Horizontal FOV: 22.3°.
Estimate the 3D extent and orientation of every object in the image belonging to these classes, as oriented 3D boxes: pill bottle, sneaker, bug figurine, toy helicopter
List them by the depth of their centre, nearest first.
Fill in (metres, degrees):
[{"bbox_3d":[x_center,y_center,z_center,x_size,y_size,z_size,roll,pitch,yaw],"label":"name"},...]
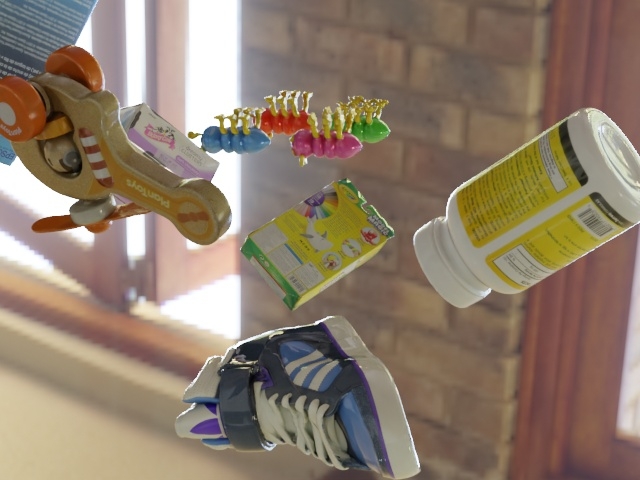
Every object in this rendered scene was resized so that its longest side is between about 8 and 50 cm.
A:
[{"bbox_3d":[-0.039,0.206,1.828,0.236,0.130,0.323,-20,-154,-8],"label":"sneaker"},{"bbox_3d":[-0.262,-0.078,2.059,0.355,0.235,0.140,27,-139,24],"label":"toy helicopter"},{"bbox_3d":[-0.032,-0.141,2.084,0.216,0.072,0.279,3,-168,18],"label":"bug figurine"},{"bbox_3d":[0.311,-0.038,2.417,0.334,0.188,0.188,-33,-169,26],"label":"pill bottle"}]

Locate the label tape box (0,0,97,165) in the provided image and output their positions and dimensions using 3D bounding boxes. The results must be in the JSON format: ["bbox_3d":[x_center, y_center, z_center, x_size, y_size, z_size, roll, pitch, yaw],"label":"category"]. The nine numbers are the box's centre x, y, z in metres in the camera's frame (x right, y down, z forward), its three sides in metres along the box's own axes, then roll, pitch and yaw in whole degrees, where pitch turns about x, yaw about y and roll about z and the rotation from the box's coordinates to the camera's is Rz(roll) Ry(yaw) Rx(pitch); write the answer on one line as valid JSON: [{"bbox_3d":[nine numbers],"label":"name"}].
[{"bbox_3d":[-0.494,-0.310,2.425,0.115,0.347,0.249,32,-173,35],"label":"label tape box"}]

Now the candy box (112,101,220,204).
[{"bbox_3d":[-0.278,-0.125,2.493,0.196,0.165,0.070,-9,-130,51],"label":"candy box"}]

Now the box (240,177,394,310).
[{"bbox_3d":[0.000,0.000,2.010,0.179,0.043,0.105,-33,-104,-32],"label":"box"}]
